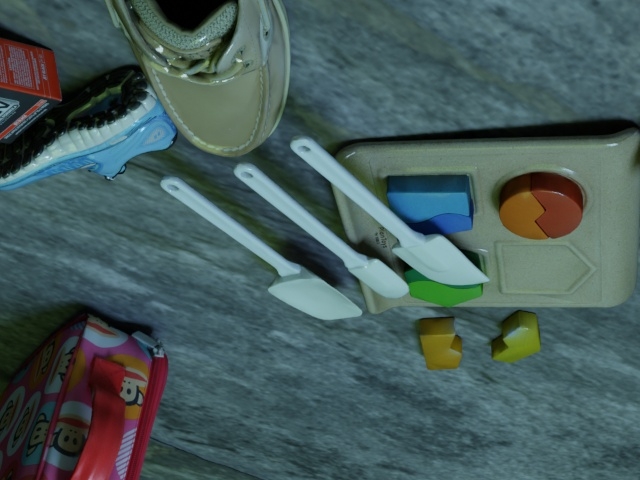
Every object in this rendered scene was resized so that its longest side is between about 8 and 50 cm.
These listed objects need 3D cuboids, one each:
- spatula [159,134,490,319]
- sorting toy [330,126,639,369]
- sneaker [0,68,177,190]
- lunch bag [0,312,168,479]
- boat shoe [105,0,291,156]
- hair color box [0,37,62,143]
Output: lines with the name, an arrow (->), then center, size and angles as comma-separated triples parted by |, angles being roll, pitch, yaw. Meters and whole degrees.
spatula -> 0.000, 0.000, 0.870 | 0.168, 0.019, 0.242 | -12, 148, 34
sorting toy -> 0.144, 0.026, 0.937 | 0.229, 0.041, 0.307 | -4, 142, 11
sneaker -> -0.176, -0.063, 0.834 | 0.162, 0.063, 0.073 | -16, 142, 25
lunch bag -> -0.238, 0.214, 1.020 | 0.120, 0.293, 0.258 | 27, 138, -21
boat shoe -> -0.081, -0.143, 0.686 | 0.109, 0.098, 0.302 | 0, 144, 6
hair color box -> -0.252, -0.107, 0.756 | 0.141, 0.043, 0.072 | 8, 151, -46
